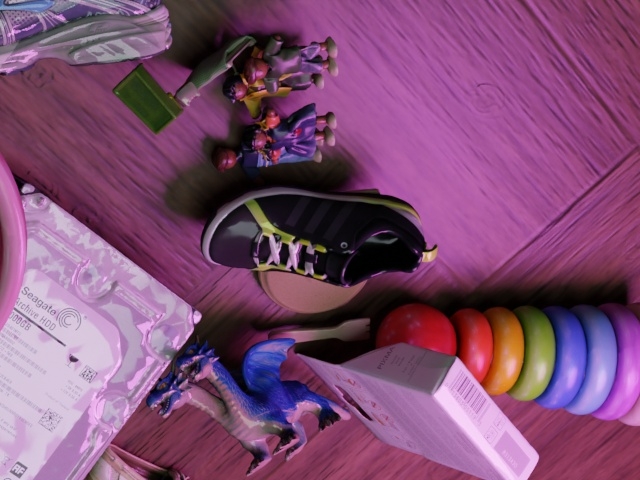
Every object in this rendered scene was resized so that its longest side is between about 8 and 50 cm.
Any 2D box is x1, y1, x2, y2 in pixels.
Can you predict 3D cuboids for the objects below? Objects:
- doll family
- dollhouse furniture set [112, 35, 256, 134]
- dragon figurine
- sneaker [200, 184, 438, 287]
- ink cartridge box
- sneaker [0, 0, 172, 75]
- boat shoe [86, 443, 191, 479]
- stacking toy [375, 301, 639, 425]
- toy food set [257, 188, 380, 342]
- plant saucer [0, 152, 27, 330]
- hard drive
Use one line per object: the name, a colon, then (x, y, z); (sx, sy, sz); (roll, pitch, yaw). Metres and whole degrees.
doll family: (-0.048, -0.125, 1.650); (0.111, 0.076, 0.193); (-14, 125, -19)
dollhouse furniture set: (-0.131, -0.158, 1.568); (0.058, 0.152, 0.076); (48, 130, -8)
dragon figurine: (-0.058, 0.156, 1.769); (0.085, 0.144, 0.289); (-41, 165, 32)
sneaker: (0.000, 0.000, 1.676); (0.234, 0.097, 0.084); (-5, 124, -10)
ink cartridge box: (0.103, 0.175, 1.807); (0.056, 0.224, 0.181); (-53, 126, -17)
sneaker: (-0.279, -0.212, 1.511); (0.283, 0.110, 0.122); (-10, 102, -18)
boat shoe: (-0.178, 0.262, 1.829); (0.153, 0.056, 0.048); (25, 111, -23)
stacking toy: (0.218, 0.128, 1.869); (0.330, 0.141, 0.141); (5, 116, -17)
toy food set: (-0.002, 0.022, 1.777); (0.132, 0.038, 0.192); (-4, 125, -11)
plant saucer: (-0.422, -0.015, 1.477); (0.332, 0.084, 0.332); (-2, 118, -3)
hard drive: (-0.303, 0.139, 1.637); (0.237, 0.064, 0.339); (40, 82, -26)
